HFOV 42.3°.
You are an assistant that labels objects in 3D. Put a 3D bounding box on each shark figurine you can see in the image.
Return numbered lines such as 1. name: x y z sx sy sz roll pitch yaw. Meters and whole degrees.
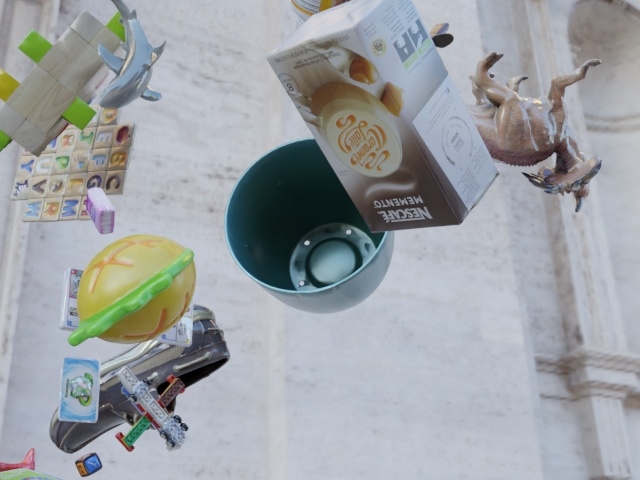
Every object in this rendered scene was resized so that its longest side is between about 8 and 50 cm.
1. shark figurine: -0.334 -0.367 1.517 0.116 0.278 0.166 -20 -17 37

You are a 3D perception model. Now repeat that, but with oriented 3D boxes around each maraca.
1. maraca: -0.175 0.050 0.775 0.127 0.099 0.186 -36 9 4

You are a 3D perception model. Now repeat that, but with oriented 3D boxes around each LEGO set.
1. LEGO set: -0.248 0.170 1.031 0.182 0.244 0.060 15 -26 -39

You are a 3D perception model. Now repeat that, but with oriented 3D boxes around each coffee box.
1. coffee box: 0.072 -0.136 0.911 0.141 0.098 0.246 -5 -54 48

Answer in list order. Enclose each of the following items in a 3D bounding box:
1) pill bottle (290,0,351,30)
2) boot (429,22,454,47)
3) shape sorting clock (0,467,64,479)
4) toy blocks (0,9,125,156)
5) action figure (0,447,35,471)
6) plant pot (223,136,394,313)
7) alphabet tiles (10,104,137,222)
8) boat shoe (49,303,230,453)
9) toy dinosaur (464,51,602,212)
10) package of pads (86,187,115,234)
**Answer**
1. pill bottle: 0.013 -0.462 1.458 0.117 0.117 0.215 4 -47 -11
2. boot: 0.308 -0.521 2.082 0.106 0.114 0.037 -8 -58 41
3. shape sorting clock: -0.310 0.270 0.826 0.206 0.040 0.206 7 -1 0
4. toy blocks: -0.542 -0.316 1.734 0.190 0.381 0.261 39 -7 -12
5. action figure: -0.566 0.308 1.191 0.280 0.139 0.091 10 -72 -27
6. plant pot: 0.000 0.000 1.491 0.293 0.293 0.235 -7 -26 10
7. alphabet tiles: -0.571 -0.179 1.903 0.342 0.285 0.011 -1 -19 28
8. boat shoe: -0.309 0.259 1.425 0.355 0.130 0.132 -40 -24 1
9. toy dinosaur: 0.281 -0.143 1.143 0.295 0.200 0.127 0 -5 -21
10. package of pads: -0.389 -0.053 1.464 0.032 0.083 0.050 -6 -55 -31
